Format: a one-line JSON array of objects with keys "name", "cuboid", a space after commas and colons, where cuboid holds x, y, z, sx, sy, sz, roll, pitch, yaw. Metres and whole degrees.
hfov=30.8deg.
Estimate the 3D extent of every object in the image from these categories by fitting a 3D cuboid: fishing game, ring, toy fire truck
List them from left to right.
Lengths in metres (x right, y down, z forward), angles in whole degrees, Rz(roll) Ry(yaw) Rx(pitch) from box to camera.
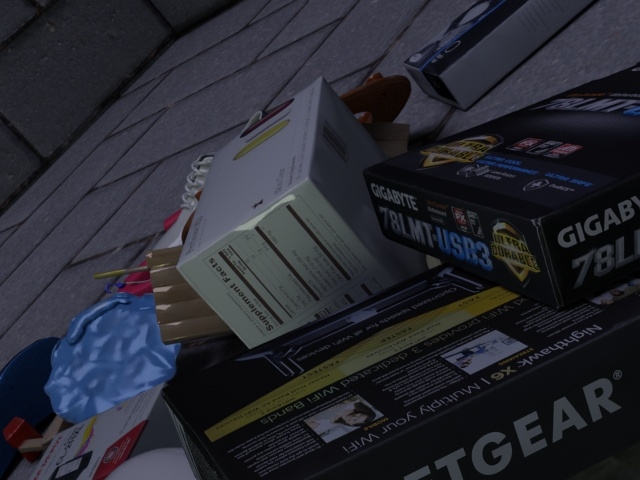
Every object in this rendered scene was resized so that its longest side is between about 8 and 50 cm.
[{"name": "toy fire truck", "cuboid": [-0.308, 0.216, 1.428, 0.135, 0.047, 0.192, -48, 21, -21]}, {"name": "fishing game", "cuboid": [-0.237, 0.141, 1.356, 0.189, 0.041, 0.264, -14, 49, 20]}, {"name": "ring", "cuboid": [-0.032, -0.097, 1.407, 0.337, 0.032, 0.336, -34, -9, -6]}]

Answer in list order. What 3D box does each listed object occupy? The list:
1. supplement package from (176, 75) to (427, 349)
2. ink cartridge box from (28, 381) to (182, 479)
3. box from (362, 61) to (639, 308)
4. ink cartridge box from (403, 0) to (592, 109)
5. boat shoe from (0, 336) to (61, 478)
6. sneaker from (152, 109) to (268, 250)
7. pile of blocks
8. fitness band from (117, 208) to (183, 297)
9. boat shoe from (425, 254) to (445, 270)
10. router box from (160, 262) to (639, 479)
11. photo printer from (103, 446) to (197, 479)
[{"name": "supplement package", "cuboid": [0.000, 0.000, 1.095, 0.145, 0.204, 0.262, -34, 20, 17]}, {"name": "ink cartridge box", "cuboid": [-0.215, 0.234, 1.174, 0.175, 0.072, 0.127, -27, 23, 30]}, {"name": "box", "cuboid": [0.220, -0.062, 0.890, 0.293, 0.073, 0.295, -24, 16, -14]}, {"name": "ink cartridge box", "cuboid": [0.269, -0.304, 1.497, 0.333, 0.065, 0.165, -39, 18, -2]}, {"name": "boat shoe", "cuboid": [-0.425, 0.229, 1.536, 0.089, 0.109, 0.258, -25, 22, 46]}, {"name": "sneaker", "cuboid": [-0.143, -0.068, 1.546, 0.258, 0.091, 0.094, -47, 23, -15]}, {"name": "pile of blocks", "cuboid": [-0.032, 0.004, 1.330, 0.362, 0.149, 0.112, -35, -14, -6]}, {"name": "fitness band", "cuboid": [-0.169, 0.001, 1.656, 0.291, 0.054, 0.209, -33, 23, 22]}, {"name": "boat shoe", "cuboid": [0.127, 0.000, 1.100, 0.049, 0.056, 0.152, -29, 31, 17]}, {"name": "router box", "cuboid": [0.068, 0.102, 0.784, 0.309, 0.081, 0.243, -23, 15, -14]}, {"name": "photo printer", "cuboid": [-0.157, 0.291, 0.884, 0.307, 0.107, 0.256, -46, 20, -16]}]
